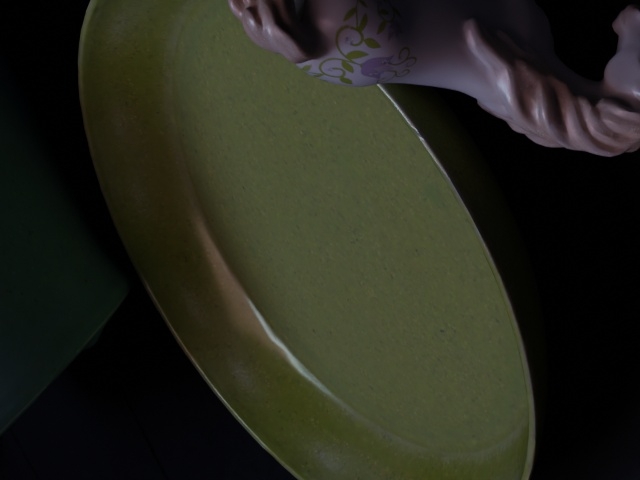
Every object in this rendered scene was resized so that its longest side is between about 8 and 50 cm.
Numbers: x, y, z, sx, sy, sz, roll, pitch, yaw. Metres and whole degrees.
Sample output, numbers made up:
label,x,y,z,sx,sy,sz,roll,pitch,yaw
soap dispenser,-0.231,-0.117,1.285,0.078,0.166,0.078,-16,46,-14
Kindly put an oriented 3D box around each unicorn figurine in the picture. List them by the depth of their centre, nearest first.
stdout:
label,x,y,z,sx,sy,sz,roll,pitch,yaw
unicorn figurine,0.041,-0.070,0.560,0.060,0.161,0.111,109,148,-50

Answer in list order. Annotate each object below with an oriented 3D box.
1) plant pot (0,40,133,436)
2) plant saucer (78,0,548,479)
label,x,y,z,sx,sy,sz,roll,pitch,yaw
plant pot,-0.225,-0.011,0.775,0.255,0.272,0.271,45,142,-7
plant saucer,0.000,0.000,0.671,0.241,0.037,0.241,38,147,31
